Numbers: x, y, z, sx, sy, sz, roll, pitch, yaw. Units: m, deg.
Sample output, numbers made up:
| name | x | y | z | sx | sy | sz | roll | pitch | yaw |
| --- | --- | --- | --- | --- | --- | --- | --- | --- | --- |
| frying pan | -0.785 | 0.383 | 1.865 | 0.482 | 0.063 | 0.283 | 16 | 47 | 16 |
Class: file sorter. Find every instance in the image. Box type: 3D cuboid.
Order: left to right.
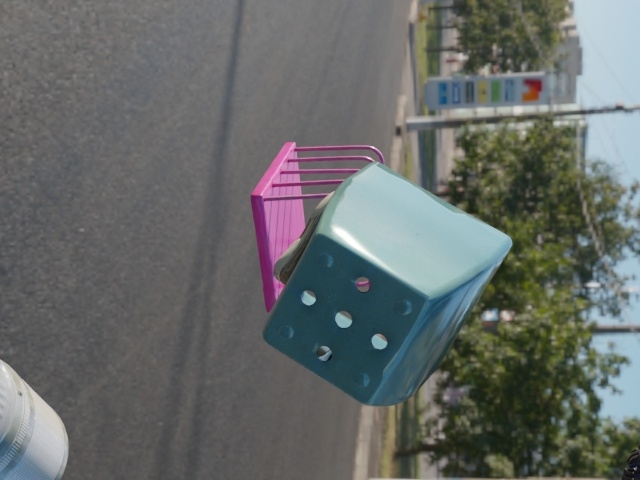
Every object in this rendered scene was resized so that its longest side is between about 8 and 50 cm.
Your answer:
| name | x | y | z | sx | sy | sz | roll | pitch | yaw |
| --- | --- | --- | --- | --- | --- | --- | --- | --- | --- |
| file sorter | 0.012 | -0.034 | 1.468 | 0.290 | 0.182 | 0.202 | -69 | 155 | -66 |

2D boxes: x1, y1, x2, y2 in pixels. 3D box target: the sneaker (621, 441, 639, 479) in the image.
| name | x | y | z | sx | sy | sz | roll | pitch | yaw |
| --- | --- | --- | --- | --- | --- | --- | --- | --- | --- |
| sneaker | 0.436 | 0.340 | 1.095 | 0.083 | 0.087 | 0.221 | -40 | -154 | 60 |

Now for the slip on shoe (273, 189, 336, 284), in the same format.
| name | x | y | z | sx | sy | sz | roll | pitch | yaw |
| --- | --- | --- | --- | --- | --- | --- | --- | --- | --- |
| slip on shoe | 0.000 | 0.000 | 1.020 | 0.135 | 0.041 | 0.051 | -50 | 147 | -17 |

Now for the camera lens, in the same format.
| name | x | y | z | sx | sy | sz | roll | pitch | yaw |
| --- | --- | --- | --- | --- | --- | --- | --- | --- | --- |
| camera lens | -0.526 | 0.300 | 1.312 | 0.274 | 0.220 | 0.219 | 77 | 15 | -56 |

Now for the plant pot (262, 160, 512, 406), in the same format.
| name | x | y | z | sx | sy | sz | roll | pitch | yaw |
| --- | --- | --- | --- | --- | --- | --- | --- | --- | --- |
| plant pot | 0.050 | 0.046 | 0.782 | 0.165 | 0.166 | 0.234 | -62 | 169 | 17 |
